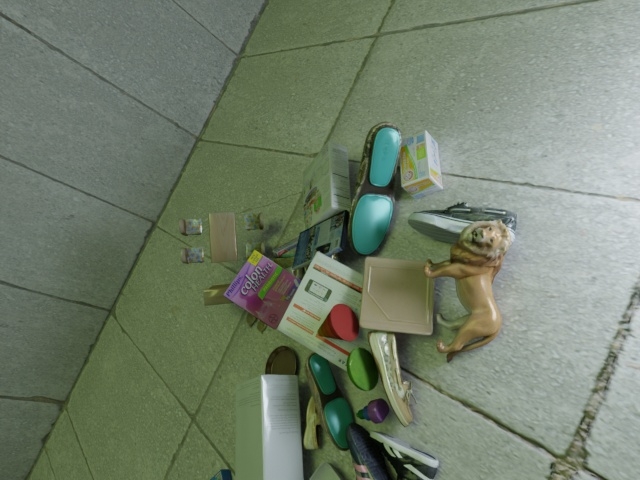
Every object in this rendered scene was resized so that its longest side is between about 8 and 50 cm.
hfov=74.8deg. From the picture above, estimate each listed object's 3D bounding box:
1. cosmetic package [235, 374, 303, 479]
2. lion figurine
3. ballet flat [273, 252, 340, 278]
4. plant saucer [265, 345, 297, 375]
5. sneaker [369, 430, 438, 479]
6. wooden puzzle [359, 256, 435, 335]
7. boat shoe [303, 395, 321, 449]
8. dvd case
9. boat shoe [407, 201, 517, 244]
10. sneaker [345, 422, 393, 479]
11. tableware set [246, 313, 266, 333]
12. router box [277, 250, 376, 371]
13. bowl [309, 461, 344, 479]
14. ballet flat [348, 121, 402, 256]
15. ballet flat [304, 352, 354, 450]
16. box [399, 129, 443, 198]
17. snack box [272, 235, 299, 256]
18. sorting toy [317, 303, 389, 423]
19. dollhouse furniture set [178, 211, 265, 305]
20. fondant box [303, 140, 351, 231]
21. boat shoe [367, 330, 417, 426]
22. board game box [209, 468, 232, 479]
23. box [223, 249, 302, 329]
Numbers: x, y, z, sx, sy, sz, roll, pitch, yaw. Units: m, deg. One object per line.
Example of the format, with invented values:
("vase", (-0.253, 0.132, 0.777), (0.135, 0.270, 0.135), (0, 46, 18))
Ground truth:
("cosmetic package", (-0.180, 0.668, 1.418), (0.217, 0.156, 0.385), (-33, 54, 47))
("lion figurine", (0.430, 0.147, 1.176), (0.240, 0.142, 0.393), (-10, 93, 23))
("ballet flat", (-0.065, 0.099, 1.702), (0.348, 0.123, 0.123), (-12, 61, 39))
("plant saucer", (-0.148, 0.495, 1.623), (0.168, 0.029, 0.169), (-21, 55, 34))
("sneaker", (0.214, 0.630, 1.173), (0.216, 0.079, 0.121), (7, 73, 44))
("wooden puzzle", (0.240, 0.170, 1.306), (0.220, 0.044, 0.239), (4, 67, 9))
("boat shoe", (-0.016, 0.617, 1.418), (0.059, 0.063, 0.170), (-2, 65, 18))
("dvd case", (0.000, 0.000, 1.582), (0.253, 0.022, 0.181), (-25, 40, 37))
("boat shoe", (0.443, -0.060, 1.314), (0.335, 0.121, 0.119), (13, 71, 35))
("sneaker", (0.131, 0.690, 1.199), (0.131, 0.112, 0.319), (-52, 39, 18))
("tableware set", (-0.260, 0.316, 1.831), (0.141, 0.020, 0.169), (31, 92, 49))
("router box", (0.069, 0.244, 1.402), (0.335, 0.082, 0.301), (27, 88, 18))
("bowl", (0.028, 0.779, 1.288), (0.142, 0.053, 0.142), (-56, 43, 4))
("ballet flat", (0.193, -0.188, 1.549), (0.182, 0.163, 0.484), (-130, 49, -76))
("ballet flat", (0.025, 0.529, 1.386), (0.106, 0.107, 0.316), (-54, 48, 54))
("box", (0.357, -0.270, 1.498), (0.114, 0.103, 0.203), (-19, 57, 35))
("snack box", (-0.115, 0.014, 1.770), (0.178, 0.022, 0.064), (-29, 18, -17))
("sorting toy", (0.084, 0.386, 1.293), (0.126, 0.127, 0.366), (-32, 75, 37))
("dollhouse furniture set", (-0.420, 0.071, 1.826), (0.256, 0.361, 0.395), (155, 111, -80))
("fondant box", (0.020, -0.207, 1.737), (0.238, 0.096, 0.331), (-42, 41, 49))
("boat shoe", (0.223, 0.399, 1.241), (0.089, 0.104, 0.286), (-20, 75, 3))
("board game box", (-0.406, 1.000, 1.583), (0.210, 0.047, 0.160), (-45, 45, 15))
("box", (-0.221, 0.196, 1.656), (0.214, 0.242, 0.117), (-56, 1, -14))
